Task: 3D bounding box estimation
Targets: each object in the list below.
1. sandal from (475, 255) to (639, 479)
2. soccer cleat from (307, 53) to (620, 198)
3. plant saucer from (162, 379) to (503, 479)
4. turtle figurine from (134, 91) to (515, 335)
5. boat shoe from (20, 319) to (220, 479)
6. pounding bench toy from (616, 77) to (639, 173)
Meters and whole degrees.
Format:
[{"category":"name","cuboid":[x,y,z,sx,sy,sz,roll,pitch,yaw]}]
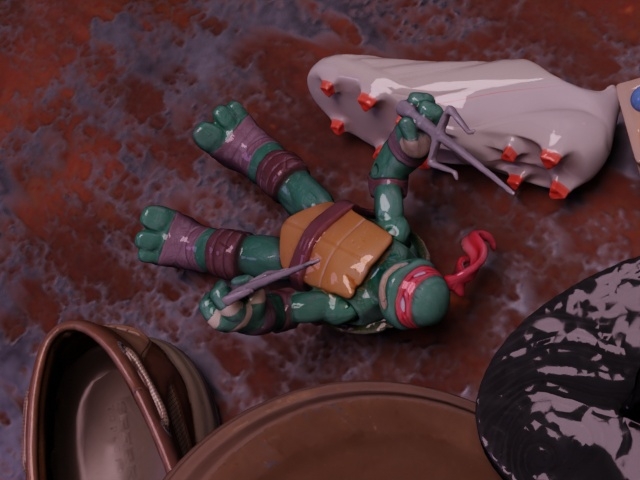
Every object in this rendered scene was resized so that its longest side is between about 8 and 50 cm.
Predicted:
[{"category":"sandal","cuboid":[0.281,0.070,0.586,0.446,0.107,0.167,5,64,24]},{"category":"soccer cleat","cuboid":[0.085,-0.081,0.824,0.196,0.068,0.076,18,58,27]},{"category":"plant saucer","cuboid":[0.035,0.191,0.654,0.278,0.041,0.277,4,62,-7]},{"category":"turtle figurine","cuboid":[0.000,0.000,0.785,0.234,0.118,0.175,22,60,44]},{"category":"boat shoe","cuboid":[-0.103,0.187,0.734,0.123,0.116,0.324,-25,59,9]},{"category":"pounding bench toy","cuboid":[0.202,-0.047,0.756,0.052,0.065,0.083,-16,62,14]}]
